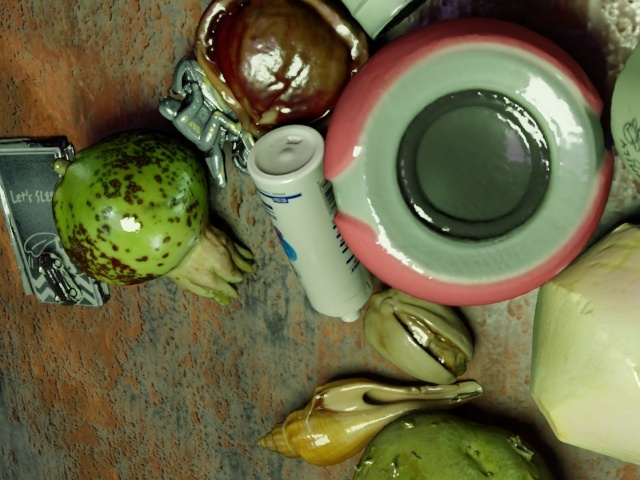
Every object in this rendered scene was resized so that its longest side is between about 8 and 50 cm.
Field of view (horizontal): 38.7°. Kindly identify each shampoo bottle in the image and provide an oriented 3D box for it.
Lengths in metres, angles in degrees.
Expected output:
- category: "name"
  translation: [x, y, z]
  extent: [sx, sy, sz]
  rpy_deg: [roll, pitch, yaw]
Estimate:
- category: "shampoo bottle"
  translation: [0.000, 0.000, 1.087]
  extent: [0.092, 0.092, 0.303]
  rpy_deg: [8, 144, 24]

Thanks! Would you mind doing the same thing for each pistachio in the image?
- category: "pistachio"
  translation: [0.123, 0.118, 1.143]
  extent: [0.149, 0.113, 0.113]
  rpy_deg: [46, 125, -7]

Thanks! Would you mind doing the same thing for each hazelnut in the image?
- category: "hazelnut"
  translation: [-0.034, -0.206, 1.039]
  extent: [0.202, 0.160, 0.170]
  rpy_deg: [31, 128, 21]

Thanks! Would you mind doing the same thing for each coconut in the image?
- category: "coconut"
  translation: [0.331, 0.114, 0.936]
  extent: [0.259, 0.259, 0.259]
  rpy_deg: [11, 117, 23]

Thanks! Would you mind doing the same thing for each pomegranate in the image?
- category: "pomegranate"
  translation: [-0.226, -0.014, 1.201]
  extent: [0.204, 0.222, 0.276]
  rpy_deg: [-17, 121, 12]

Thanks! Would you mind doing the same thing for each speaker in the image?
- category: "speaker"
  translation: [0.147, -0.086, 0.936]
  extent: [0.294, 0.294, 0.294]
  rpy_deg: [11, 117, 23]

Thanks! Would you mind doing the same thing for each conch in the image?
- category: "conch"
  translation: [0.060, 0.235, 1.245]
  extent: [0.330, 0.093, 0.109]
  rpy_deg: [-19, 85, 12]

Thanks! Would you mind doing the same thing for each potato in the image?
- category: "potato"
  translation: [0.167, 0.377, 1.168]
  extent: [0.270, 0.219, 0.359]
  rpy_deg: [10, 129, 8]

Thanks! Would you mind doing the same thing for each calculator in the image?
- category: "calculator"
  translation: [-0.419, -0.024, 1.401]
  extent: [0.166, 0.028, 0.274]
  rpy_deg: [2, 112, 28]

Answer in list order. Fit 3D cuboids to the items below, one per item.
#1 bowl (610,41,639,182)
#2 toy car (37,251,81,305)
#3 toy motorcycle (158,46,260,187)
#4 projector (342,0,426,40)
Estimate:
- category: "bowl"
  translation: [0.387, -0.114, 0.841]
  extent: [0.212, 0.112, 0.211]
  rpy_deg: [-1, 113, -3]
- category: "toy car"
  translation: [-0.399, 0.058, 1.393]
  extent: [0.041, 0.025, 0.093]
  rpy_deg: [-13, 109, 31]
- category: "toy motorcycle"
  translation: [-0.137, -0.162, 1.142]
  extent: [0.061, 0.124, 0.193]
  rpy_deg: [-163, 56, -72]
- category: "projector"
  translation: [-0.007, -0.378, 0.981]
  extent: [0.108, 0.108, 0.337]
  rpy_deg: [-37, 92, 34]
